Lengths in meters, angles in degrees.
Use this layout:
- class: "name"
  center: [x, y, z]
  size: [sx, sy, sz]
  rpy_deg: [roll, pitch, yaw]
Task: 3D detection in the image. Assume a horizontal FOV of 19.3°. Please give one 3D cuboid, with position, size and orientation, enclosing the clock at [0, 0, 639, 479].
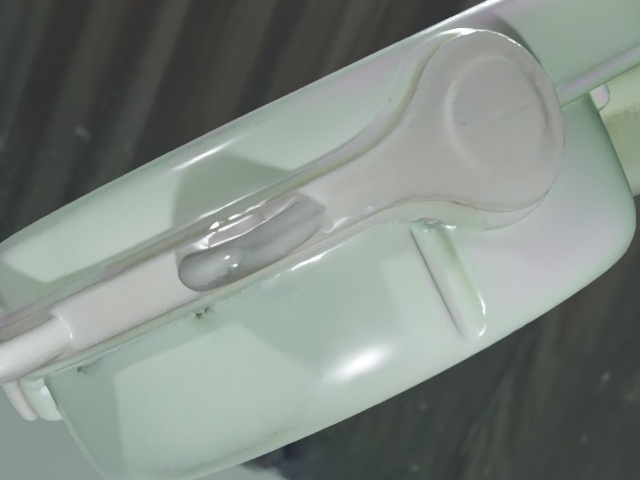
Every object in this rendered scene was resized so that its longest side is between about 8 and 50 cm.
- class: "clock"
  center: [0.000, 0.000, 0.718]
  size: [0.324, 0.265, 0.109]
  rpy_deg: [-30, 96, -58]
